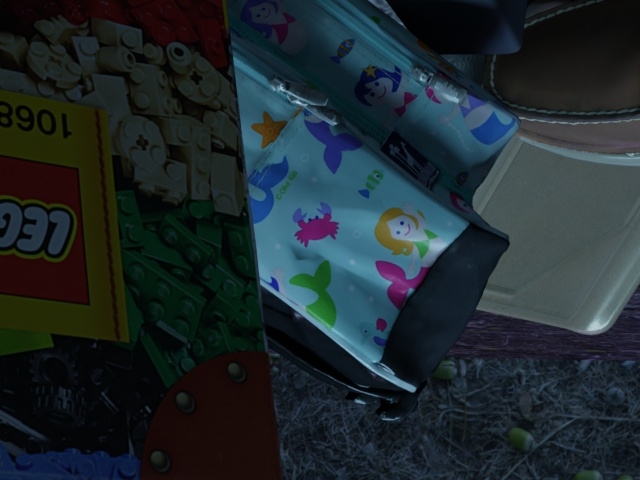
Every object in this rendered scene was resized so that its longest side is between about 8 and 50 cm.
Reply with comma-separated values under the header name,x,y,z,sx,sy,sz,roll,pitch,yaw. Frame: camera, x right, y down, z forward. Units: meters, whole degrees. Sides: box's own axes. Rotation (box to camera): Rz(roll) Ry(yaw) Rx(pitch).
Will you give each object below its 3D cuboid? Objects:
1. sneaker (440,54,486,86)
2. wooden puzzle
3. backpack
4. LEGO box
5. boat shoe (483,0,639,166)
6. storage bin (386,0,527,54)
name,x,y,z,sx,sy,sz,roll,pitch,yaw
sneaker,0.133,-0.081,1.364,0.240,0.091,0.126,12,169,-40
wooden puzzle,0.170,-0.046,1.288,0.239,0.221,0.044,16,-161,-44
backpack,-0.033,-0.046,0.960,0.253,0.191,0.225,27,179,-6
LEGO box,-0.244,0.016,0.834,0.193,0.372,0.500,9,151,-33
boat shoe,0.240,-0.121,1.054,0.324,0.123,0.116,-8,160,23
storage bin,0.078,-0.152,0.960,0.098,0.091,0.135,1,171,15
